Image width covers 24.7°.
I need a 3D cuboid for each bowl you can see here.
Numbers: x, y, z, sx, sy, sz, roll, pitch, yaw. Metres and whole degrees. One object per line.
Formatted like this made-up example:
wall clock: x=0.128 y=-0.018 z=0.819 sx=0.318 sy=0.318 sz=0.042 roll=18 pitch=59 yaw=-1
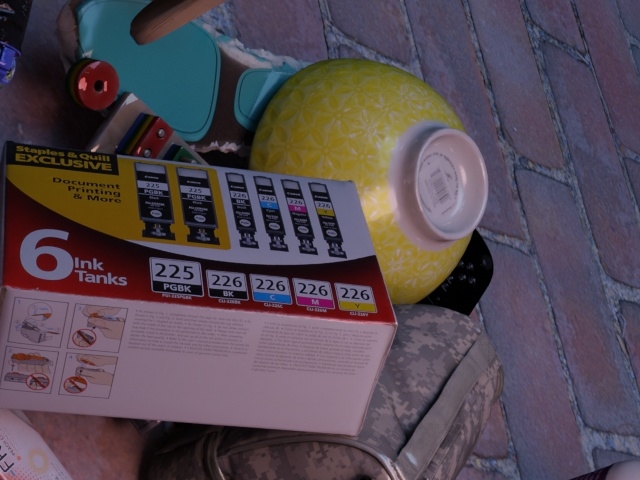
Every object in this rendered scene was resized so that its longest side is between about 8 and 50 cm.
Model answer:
bowl: x=0.080 y=-0.055 z=1.532 sx=0.289 sy=0.156 sz=0.289 roll=1 pitch=89 yaw=-44

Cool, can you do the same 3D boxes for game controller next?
game controller: x=0.103 y=-0.043 z=1.832 sx=0.319 sy=0.067 sz=0.166 roll=53 pitch=34 yaw=-13

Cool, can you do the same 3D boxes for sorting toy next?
sorting toy: x=-0.164 y=-0.045 z=1.406 sx=0.274 sy=0.046 sz=0.132 roll=45 pitch=71 yaw=-40

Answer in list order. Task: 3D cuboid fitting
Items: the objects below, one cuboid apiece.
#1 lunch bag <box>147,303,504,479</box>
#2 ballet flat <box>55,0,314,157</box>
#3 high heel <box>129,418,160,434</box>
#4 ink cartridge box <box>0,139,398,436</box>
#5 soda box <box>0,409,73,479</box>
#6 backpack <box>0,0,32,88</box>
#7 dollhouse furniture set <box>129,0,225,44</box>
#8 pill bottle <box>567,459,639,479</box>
lunch bag: x=0.023 y=0.195 z=1.371 sx=0.212 sy=0.256 sz=0.305 roll=57 pitch=33 yaw=-8
ballet flat: x=-0.130 y=-0.150 z=1.530 sx=0.409 sy=0.147 sz=0.147 roll=17 pitch=53 yaw=-43
high heel: x=-0.154 y=0.048 z=1.394 sx=0.186 sy=0.093 sz=0.261 roll=54 pitch=33 yaw=-4
ink cartridge box: x=-0.121 y=0.018 z=1.235 sx=0.309 sy=0.130 sz=0.272 roll=6 pitch=35 yaw=-16
soda box: x=-0.280 y=0.149 z=1.170 sx=0.183 sy=0.058 sz=0.063 roll=56 pitch=33 yaw=-10
backpack: x=-0.351 y=-0.199 z=1.233 sx=0.173 sy=0.158 sz=0.117 roll=25 pitch=64 yaw=-45
dollhouse furniture set: x=-0.237 y=-0.394 z=1.333 sx=0.362 sy=0.256 sz=0.394 roll=56 pitch=16 yaw=-25
pill bottle: x=0.316 y=0.342 z=1.625 sx=0.169 sy=0.301 sz=0.169 roll=33 pitch=42 yaw=-37
